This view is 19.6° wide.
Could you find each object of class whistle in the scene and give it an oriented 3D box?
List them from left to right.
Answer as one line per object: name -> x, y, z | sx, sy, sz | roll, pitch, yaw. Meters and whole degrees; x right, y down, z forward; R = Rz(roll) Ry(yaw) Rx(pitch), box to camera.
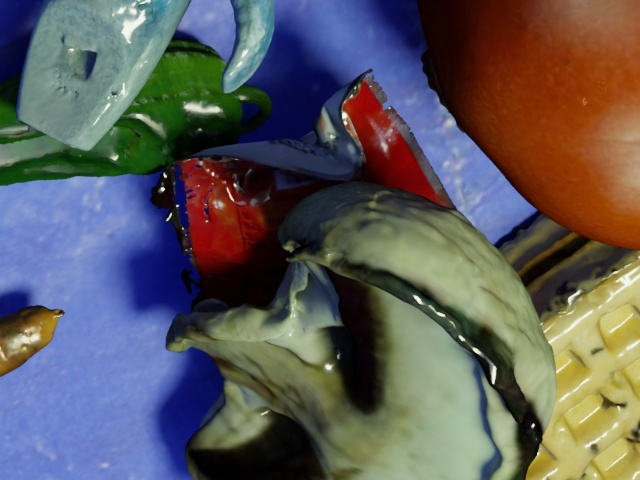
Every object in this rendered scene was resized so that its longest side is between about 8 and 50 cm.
whistle -> -0.096, -0.177, 1.026 | 0.180, 0.093, 0.269 | 24, 92, 8

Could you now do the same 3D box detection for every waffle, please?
waffle -> 0.235, 0.142, 1.384 | 0.261, 0.114, 0.376 | -37, 128, -3

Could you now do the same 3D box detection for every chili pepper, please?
chili pepper -> -0.148, -0.064, 1.103 | 0.257, 0.074, 0.100 | -15, 126, -13

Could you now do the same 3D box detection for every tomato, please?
tomato -> 0.213, -0.153, 1.076 | 0.321, 0.321, 0.321 | -12, 123, -20

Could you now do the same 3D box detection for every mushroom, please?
mushroom -> 0.026, 0.081, 1.147 | 0.130, 0.247, 0.344 | -54, 164, -37

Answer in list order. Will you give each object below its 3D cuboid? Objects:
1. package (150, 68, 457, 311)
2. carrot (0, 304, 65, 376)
package -> 0.000, 0.000, 1.183 | 0.194, 0.071, 0.269 | -19, 141, 0
carrot -> -0.272, 0.096, 1.139 | 0.248, 0.059, 0.059 | -25, 126, -15
